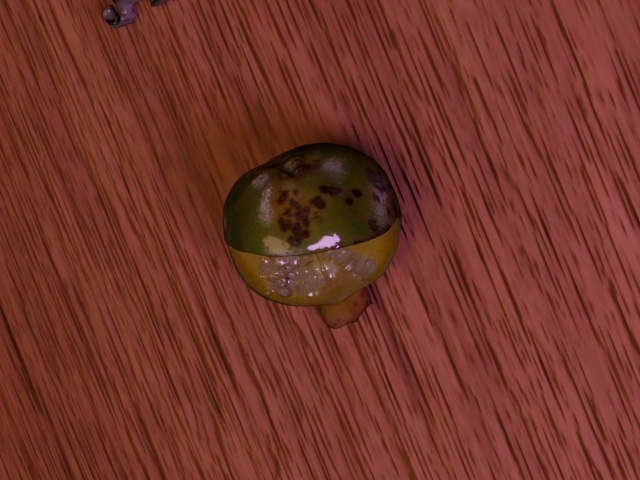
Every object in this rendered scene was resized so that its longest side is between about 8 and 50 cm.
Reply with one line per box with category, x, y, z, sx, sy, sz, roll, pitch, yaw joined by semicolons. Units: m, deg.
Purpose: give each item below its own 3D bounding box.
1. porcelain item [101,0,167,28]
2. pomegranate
porcelain item;-0.153;-0.241;1.355;0.136;0.021;0.075;-20;92;43
pomegranate;-0.004;-0.012;1.252;0.143;0.169;0.122;-21;62;10
